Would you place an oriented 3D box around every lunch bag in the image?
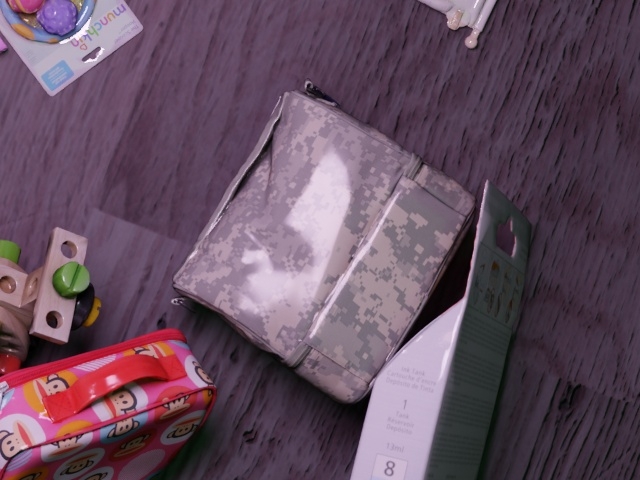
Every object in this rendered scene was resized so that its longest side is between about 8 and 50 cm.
[{"bbox_3d":[-0.264,0.207,1.803,0.293,0.258,0.120,-15,62,-39],"label":"lunch bag"},{"bbox_3d":[0.000,0.000,1.890,0.256,0.212,0.305,33,87,-10],"label":"lunch bag"}]

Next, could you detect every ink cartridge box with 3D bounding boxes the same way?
[{"bbox_3d":[0.146,0.134,1.910,0.091,0.308,0.385,11,85,18],"label":"ink cartridge box"}]

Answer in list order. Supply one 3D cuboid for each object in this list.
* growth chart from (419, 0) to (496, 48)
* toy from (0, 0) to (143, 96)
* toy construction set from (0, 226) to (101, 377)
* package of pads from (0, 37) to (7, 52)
[{"bbox_3d":[0.133,-0.363,1.964,0.237,0.021,0.172,30,90,-15],"label":"growth chart"},{"bbox_3d":[-0.322,-0.296,1.851,0.137,0.056,0.237,-37,105,-4],"label":"toy"},{"bbox_3d":[-0.384,0.073,1.745,0.257,0.237,0.309,52,52,-20],"label":"toy construction set"},{"bbox_3d":[-0.399,-0.237,1.854,0.050,0.032,0.083,-37,105,-6],"label":"package of pads"}]
